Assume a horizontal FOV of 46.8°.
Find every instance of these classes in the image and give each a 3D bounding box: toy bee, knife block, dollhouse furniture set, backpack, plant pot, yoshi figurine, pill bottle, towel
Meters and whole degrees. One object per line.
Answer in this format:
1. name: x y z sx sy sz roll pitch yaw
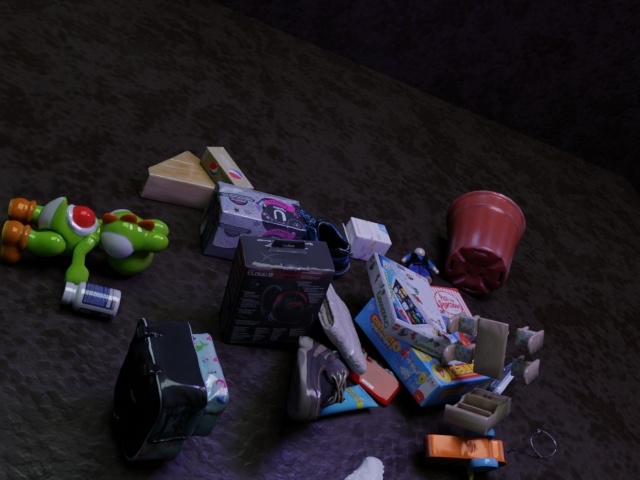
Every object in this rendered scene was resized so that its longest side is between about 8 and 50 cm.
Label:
1. toy bee: 0.389 0.529 1.795 0.298 0.162 0.195 20 61 8
2. knife block: -0.343 -0.141 2.120 0.242 0.088 0.275 37 33 10
3. dollhouse furniture set: 0.389 0.312 1.763 0.212 0.242 0.161 12 14 34
4. backpack: -0.302 0.298 1.433 0.191 0.254 0.225 11 34 -34
5. plant pot: 0.533 0.020 2.461 0.272 0.272 0.265 28 41 -4
6. yoshi figurine: -0.544 0.010 1.741 0.362 0.204 0.203 5 -1 -12
7. pill bottle: -0.513 0.130 1.652 0.120 0.067 0.067 17 36 -21
8. towel: 0.043 0.199 1.893 0.187 0.049 0.282 55 8 -31

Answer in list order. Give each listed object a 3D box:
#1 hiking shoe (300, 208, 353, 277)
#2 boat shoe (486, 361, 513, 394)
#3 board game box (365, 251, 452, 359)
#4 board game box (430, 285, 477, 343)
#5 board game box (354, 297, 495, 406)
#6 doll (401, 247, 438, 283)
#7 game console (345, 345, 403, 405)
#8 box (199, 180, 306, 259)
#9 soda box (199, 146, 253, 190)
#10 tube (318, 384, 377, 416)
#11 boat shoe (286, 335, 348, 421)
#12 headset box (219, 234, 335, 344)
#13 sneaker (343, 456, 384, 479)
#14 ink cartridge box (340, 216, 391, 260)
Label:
1. hiking shoe: -0.019 -0.034 2.172 0.304 0.132 0.113 40 55 15
2. boat shoe: 0.510 0.379 2.129 0.083 0.065 0.183 42 36 14
3. board game box: 0.232 0.169 1.972 0.193 0.053 0.305 27 26 -22
4. board game box: 0.390 0.225 2.255 0.146 0.045 0.194 8 40 -31
5. board game box: 0.289 0.291 2.001 0.308 0.086 0.302 5 39 -50
6. doll: 0.322 0.084 2.385 0.129 0.046 0.189 16 29 -5
7. game console: 0.141 0.351 1.925 0.144 0.085 0.124 37 65 10
8. box: -0.188 -0.037 2.037 0.247 0.163 0.142 13 36 -25
9. soda box: -0.268 -0.188 2.108 0.061 0.058 0.181 -7 51 -46
10. tube: 0.042 0.386 1.773 0.207 0.052 0.080 0 37 -42
11. boat shoe: 0.001 0.305 1.665 0.130 0.132 0.355 11 13 -2
12. headset box: -0.105 0.113 1.762 0.218 0.293 0.110 4 41 -19
13. sneaker: 0.068 0.538 1.565 0.094 0.090 0.235 23 31 5
14. ink cartridge box: 0.131 -0.002 2.307 0.143 0.090 0.092 13 37 -23
